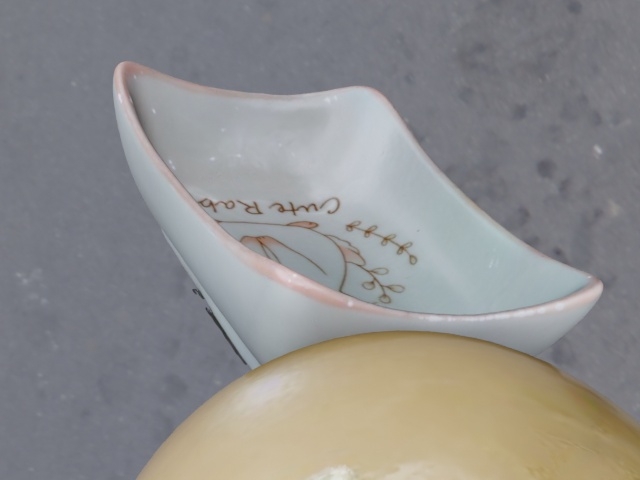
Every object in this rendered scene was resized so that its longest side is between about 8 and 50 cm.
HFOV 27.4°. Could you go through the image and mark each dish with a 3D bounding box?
[{"bbox_3d":[0.000,0.000,0.570,0.212,0.151,0.077,48,128,51],"label":"dish"}]

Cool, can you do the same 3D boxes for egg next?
[{"bbox_3d":[0.025,0.126,0.413,0.201,0.244,0.201,0,94,-5],"label":"egg"}]
